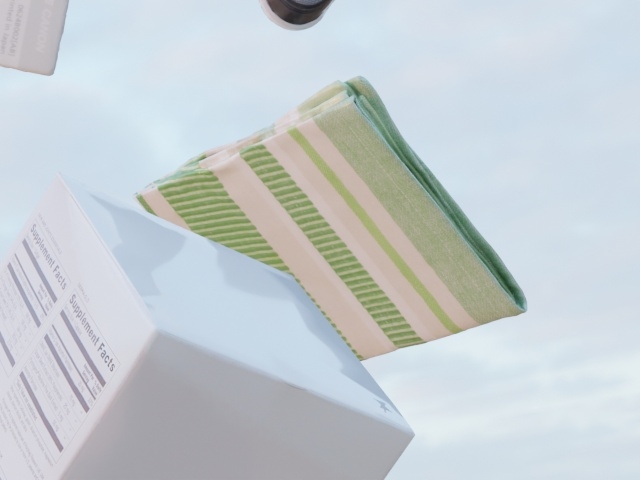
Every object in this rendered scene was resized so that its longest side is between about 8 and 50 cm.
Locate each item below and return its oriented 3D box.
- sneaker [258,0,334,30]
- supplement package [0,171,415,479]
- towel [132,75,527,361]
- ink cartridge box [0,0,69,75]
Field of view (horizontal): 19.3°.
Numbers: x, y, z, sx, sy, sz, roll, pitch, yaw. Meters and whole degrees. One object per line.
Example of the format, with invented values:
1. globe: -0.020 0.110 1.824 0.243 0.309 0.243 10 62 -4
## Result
1. sneaker: 0.020 -0.309 1.629 0.101 0.268 0.153 21 4 -14
2. supplement package: -0.122 0.140 1.155 0.199 0.198 0.262 25 -75 -35
3. towel: 0.000 0.000 1.648 0.325 0.248 0.038 -22 22 49
4. ink cartridge box: -0.379 -0.332 1.734 0.385 0.308 0.091 13 4 13
